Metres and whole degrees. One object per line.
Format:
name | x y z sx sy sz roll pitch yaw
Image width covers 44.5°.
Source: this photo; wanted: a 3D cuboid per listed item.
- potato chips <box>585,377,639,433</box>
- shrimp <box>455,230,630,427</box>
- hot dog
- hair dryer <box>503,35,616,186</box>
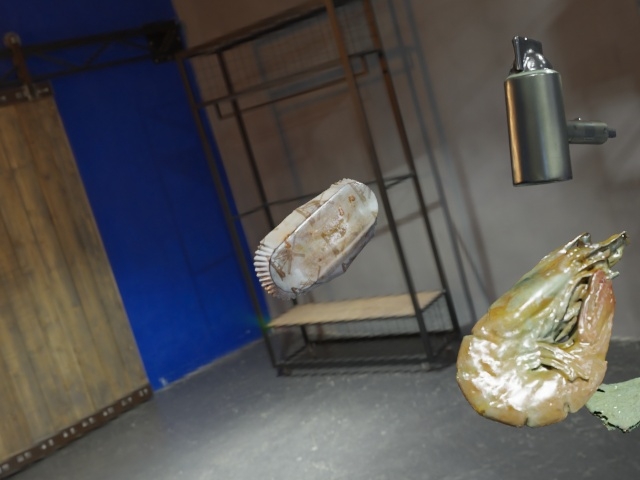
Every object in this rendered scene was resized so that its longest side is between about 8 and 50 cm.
potato chips | 0.479 0.190 1.122 0.228 0.059 0.167 -35 -7 -2
shrimp | 0.211 0.076 0.694 0.217 0.115 0.051 -46 -22 -14
hot dog | 0.000 0.000 1.395 0.268 0.144 0.075 -39 17 -22
hair dryer | 0.347 -0.178 1.098 0.248 0.195 0.078 -5 0 -44
